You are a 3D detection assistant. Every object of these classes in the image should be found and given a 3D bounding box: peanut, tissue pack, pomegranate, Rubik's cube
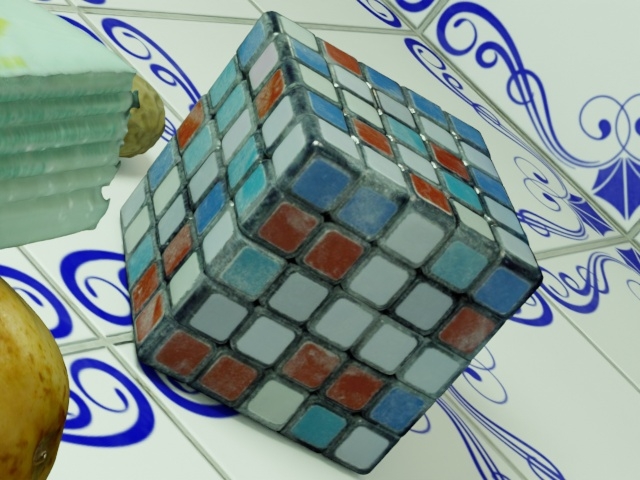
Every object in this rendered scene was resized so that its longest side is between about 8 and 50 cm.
[{"bbox_3d":[-0.258,-0.150,2.054,0.226,0.095,0.108,22,24,-36],"label":"peanut"},{"bbox_3d":[-0.344,-0.097,1.265,0.287,0.162,0.388,28,19,24],"label":"tissue pack"},{"bbox_3d":[-0.290,0.114,1.309,0.248,0.248,0.248,33,22,-15],"label":"pomegranate"},{"bbox_3d":[0.000,0.000,1.911,0.293,0.292,0.287,31,22,-26],"label":"Rubik's cube"}]
